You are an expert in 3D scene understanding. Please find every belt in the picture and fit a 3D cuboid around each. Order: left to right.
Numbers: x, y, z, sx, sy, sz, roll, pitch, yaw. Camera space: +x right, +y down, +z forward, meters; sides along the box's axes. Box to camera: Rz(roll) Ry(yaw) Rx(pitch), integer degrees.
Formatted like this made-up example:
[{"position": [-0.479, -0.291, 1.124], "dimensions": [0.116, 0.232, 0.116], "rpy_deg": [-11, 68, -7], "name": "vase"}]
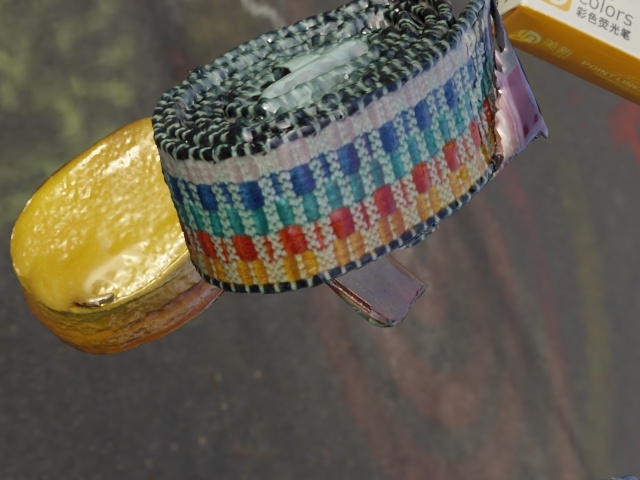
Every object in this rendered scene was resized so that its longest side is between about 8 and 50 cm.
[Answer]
[{"position": [0.015, -0.071, 1.406], "dimensions": [0.295, 0.206, 0.161], "rpy_deg": [-35, 121, -36], "name": "belt"}]

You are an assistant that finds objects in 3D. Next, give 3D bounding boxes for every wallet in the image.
[{"position": [0.000, 0.000, 2.040], "dimensions": [0.255, 0.031, 0.137], "rpy_deg": [38, 25, 5], "name": "wallet"}]

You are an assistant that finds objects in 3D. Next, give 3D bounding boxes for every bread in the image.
[{"position": [-0.183, -0.006, 1.860], "dimensions": [0.195, 0.269, 0.143], "rpy_deg": [49, -6, 26], "name": "bread"}]

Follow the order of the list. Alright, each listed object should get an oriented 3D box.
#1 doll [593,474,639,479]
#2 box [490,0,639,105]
[{"position": [0.362, 0.315, 2.296], "dimensions": [0.125, 0.027, 0.037], "rpy_deg": [1, 67, -44], "name": "doll"}, {"position": [0.314, -0.254, 1.818], "dimensions": [0.273, 0.091, 0.221], "rpy_deg": [21, 68, -16], "name": "box"}]
